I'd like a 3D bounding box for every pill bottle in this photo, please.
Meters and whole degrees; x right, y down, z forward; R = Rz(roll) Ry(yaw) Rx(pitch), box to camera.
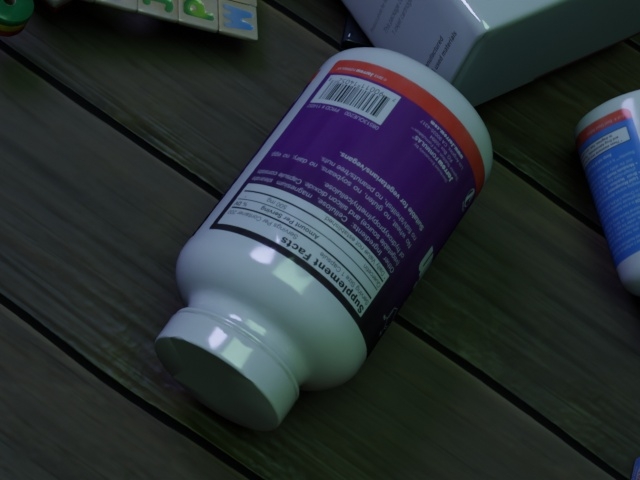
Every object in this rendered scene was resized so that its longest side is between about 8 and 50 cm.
[{"bbox_3d":[0.000,0.000,1.450,0.181,0.181,0.323,35,65,1],"label":"pill bottle"},{"bbox_3d":[0.323,-0.021,1.571,0.124,0.124,0.221,-9,71,-17],"label":"pill bottle"}]

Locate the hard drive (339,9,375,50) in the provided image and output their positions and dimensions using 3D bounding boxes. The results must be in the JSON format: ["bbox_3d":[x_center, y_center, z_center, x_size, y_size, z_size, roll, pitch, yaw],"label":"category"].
[{"bbox_3d":[0.077,-0.235,1.650,0.094,0.022,0.135,15,66,-7],"label":"hard drive"}]

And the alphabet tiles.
[{"bbox_3d":[-0.154,-0.302,1.590,0.198,0.009,0.237,11,56,-23],"label":"alphabet tiles"}]

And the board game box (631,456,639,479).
[{"bbox_3d":[0.364,0.298,1.500,0.211,0.039,0.160,20,66,-5],"label":"board game box"}]

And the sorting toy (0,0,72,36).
[{"bbox_3d":[-0.239,-0.282,1.566,0.132,0.046,0.274,48,50,6],"label":"sorting toy"}]

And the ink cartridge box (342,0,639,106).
[{"bbox_3d":[0.127,-0.341,1.604,0.279,0.160,0.384,-25,71,-26],"label":"ink cartridge box"}]
